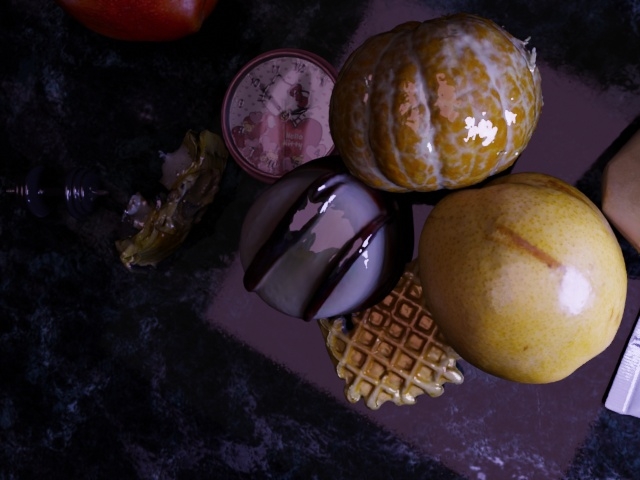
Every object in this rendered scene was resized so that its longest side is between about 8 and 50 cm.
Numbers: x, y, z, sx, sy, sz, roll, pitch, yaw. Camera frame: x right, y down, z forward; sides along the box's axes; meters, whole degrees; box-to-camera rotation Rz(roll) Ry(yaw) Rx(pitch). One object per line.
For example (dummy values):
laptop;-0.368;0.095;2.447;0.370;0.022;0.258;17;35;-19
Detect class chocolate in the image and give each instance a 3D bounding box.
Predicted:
chocolate;0.000;0.000;1.157;0.283;0.186;0.284;0;90;12

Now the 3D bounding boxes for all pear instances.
pear;0.301;0.054;1.095;0.314;0.314;0.315;0;90;12

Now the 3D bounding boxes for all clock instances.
clock;-0.061;-0.218;1.288;0.244;0.056;0.245;0;92;13

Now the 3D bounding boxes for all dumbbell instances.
dumbbell;-0.489;-0.091;1.355;0.208;0.099;0.099;2;90;11

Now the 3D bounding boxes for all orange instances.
orange;0.168;-0.211;1.106;0.329;0.329;0.249;-5;110;12

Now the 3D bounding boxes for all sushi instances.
sushi;-0.275;-0.073;1.294;0.131;0.139;0.291;42;99;17

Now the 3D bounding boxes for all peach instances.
peach;-0.314;-0.484;1.228;0.332;0.308;0.308;44;98;4

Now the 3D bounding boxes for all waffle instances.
waffle;0.125;0.155;1.250;0.250;0.056;0.261;-19;84;11

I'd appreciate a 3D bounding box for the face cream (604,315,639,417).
face cream;0.688;0.236;1.111;0.420;0.137;0.235;22;95;19

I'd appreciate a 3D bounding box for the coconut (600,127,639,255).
coconut;0.574;-0.084;1.021;0.352;0.352;0.353;0;90;12
